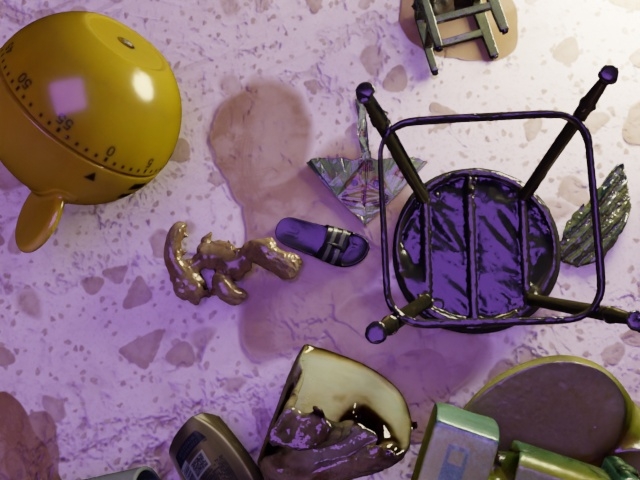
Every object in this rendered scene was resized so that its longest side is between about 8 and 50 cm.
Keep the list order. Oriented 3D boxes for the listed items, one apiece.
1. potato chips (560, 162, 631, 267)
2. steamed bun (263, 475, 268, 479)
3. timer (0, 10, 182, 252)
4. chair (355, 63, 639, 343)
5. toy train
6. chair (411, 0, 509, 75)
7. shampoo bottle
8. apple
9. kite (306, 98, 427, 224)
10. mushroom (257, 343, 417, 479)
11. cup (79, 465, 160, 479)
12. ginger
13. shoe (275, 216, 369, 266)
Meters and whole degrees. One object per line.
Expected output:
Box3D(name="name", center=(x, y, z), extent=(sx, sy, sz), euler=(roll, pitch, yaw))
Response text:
Box3D(name="potato chips", center=(0.506, -0.038, 1.429), extent=(0.092, 0.028, 0.207), euler=(38, 88, 9))
Box3D(name="steamed bun", center=(-0.022, 0.487, 1.345), extent=(0.177, 0.131, 0.228), euler=(-37, 77, -2))
Box3D(name="timer", center=(-0.440, -0.201, 1.419), extent=(0.376, 0.376, 0.387), euler=(46, 110, 11))
Box3D(name="chair", center=(0.254, -0.018, 1.256), extent=(0.361, 0.410, 0.365), euler=(-3, 80, 6))
Box3D(name="toy train", center=(0.285, 0.403, 1.142), extent=(0.396, 0.160, 0.254), euler=(18, 92, 8))
Box3D(name="chair", center=(0.238, -0.466, 1.472), extent=(0.147, 0.136, 0.271), euler=(-14, 81, 2))
Box3D(name="shampoo bottle", center=(-0.137, 0.432, 1.299), extent=(0.126, 0.084, 0.350), euler=(-55, 45, 7))
Box3D(name="apple", center=(0.362, 0.378, 1.245), extent=(0.360, 0.311, 0.320), euler=(-40, 44, 12))
Box3D(name="kite", center=(0.086, -0.152, 1.499), extent=(0.229, 0.012, 0.250), euler=(-2, 80, 2))
Box3D(name="mushroom", center=(0.025, 0.320, 1.303), extent=(0.217, 0.292, 0.212), euler=(25, 94, 0))
Box3D(name="cup", center=(-0.424, 0.516, 1.344), extent=(0.312, 0.205, 0.206), euler=(-13, 79, 4))
Box3D(name="ginger", center=(-0.166, 0.055, 1.470), extent=(0.258, 0.065, 0.150), euler=(9, 94, 2))
Box3D(name="shoe", center=(0.000, 0.000, 1.464), extent=(0.179, 0.049, 0.071), euler=(17, 84, 8))
